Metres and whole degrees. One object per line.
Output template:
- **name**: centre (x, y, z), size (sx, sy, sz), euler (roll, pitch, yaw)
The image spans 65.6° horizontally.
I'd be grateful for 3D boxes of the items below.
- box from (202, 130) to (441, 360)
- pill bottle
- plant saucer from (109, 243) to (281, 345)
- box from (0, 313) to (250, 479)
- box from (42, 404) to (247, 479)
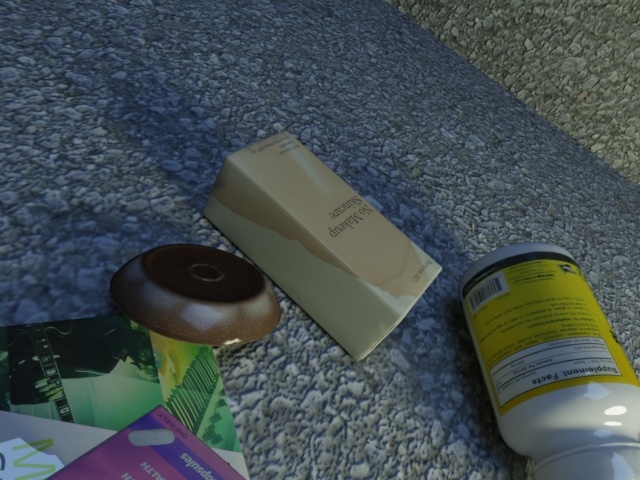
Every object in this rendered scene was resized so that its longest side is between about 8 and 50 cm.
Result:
- **box**: centre (0.000, 0.000, 0.708), size (0.311, 0.121, 0.148), euler (41, 41, 8)
- **pill bottle**: centre (0.324, 0.181, 0.696), size (0.187, 0.188, 0.334), euler (14, 46, -21)
- **plant saucer**: centre (-0.137, 0.050, 0.579), size (0.198, 0.036, 0.198), euler (17, 19, -6)
- **box**: centre (-0.235, 0.182, 0.438), size (0.322, 0.058, 0.232), euler (-1, 52, -35)
- **box**: centre (-0.106, 0.240, 0.255), size (0.213, 0.117, 0.243), euler (35, 18, 14)
